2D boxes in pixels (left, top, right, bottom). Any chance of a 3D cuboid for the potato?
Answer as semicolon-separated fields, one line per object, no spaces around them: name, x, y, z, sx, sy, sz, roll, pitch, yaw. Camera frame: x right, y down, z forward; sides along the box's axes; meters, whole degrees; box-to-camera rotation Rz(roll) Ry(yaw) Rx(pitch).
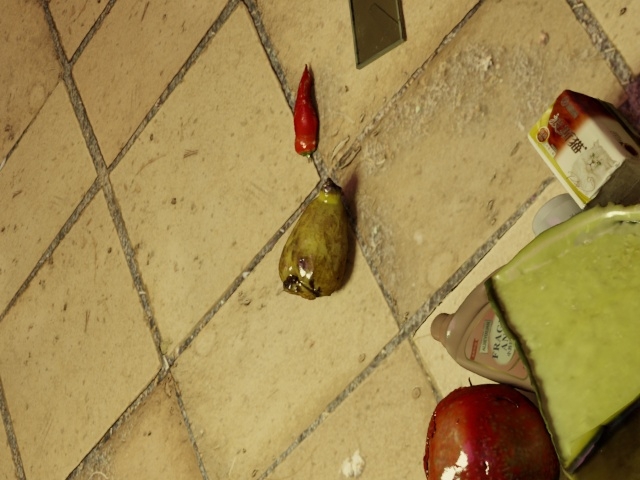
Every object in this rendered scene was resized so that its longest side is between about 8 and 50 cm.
potato;0.389;0.123;1.729;0.280;0.213;0.330;-37;41;15

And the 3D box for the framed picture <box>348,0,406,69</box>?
framed picture;0.088;-0.360;2.338;0.109;0.011;0.149;-27;60;43

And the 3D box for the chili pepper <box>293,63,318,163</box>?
chili pepper;-0.026;-0.213;2.416;0.045;0.027;0.178;-16;66;47

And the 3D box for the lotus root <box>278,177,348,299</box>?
lotus root;0.000;0.000;2.283;0.108;0.094;0.190;14;81;27

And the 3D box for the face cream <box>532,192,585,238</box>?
face cream;0.328;-0.007;1.894;0.091;0.091;0.095;-55;51;24

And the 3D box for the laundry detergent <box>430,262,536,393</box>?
laundry detergent;0.251;0.105;1.966;0.237;0.076;0.171;19;91;52

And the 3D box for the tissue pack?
tissue pack;0.356;-0.109;1.875;0.099;0.106;0.148;-53;45;25

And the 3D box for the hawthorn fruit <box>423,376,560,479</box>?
hawthorn fruit;0.209;0.263;1.903;0.181;0.181;0.235;-50;36;28
